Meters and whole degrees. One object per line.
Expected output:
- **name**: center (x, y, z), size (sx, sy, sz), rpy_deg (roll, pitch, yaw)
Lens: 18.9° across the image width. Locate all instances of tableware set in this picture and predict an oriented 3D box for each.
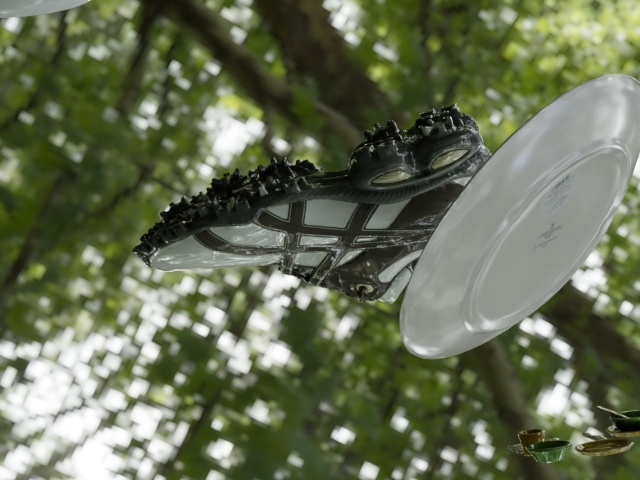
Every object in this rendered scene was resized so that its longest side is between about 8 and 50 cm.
- **tableware set**: center (0.235, 0.157, 1.594), size (0.104, 0.154, 0.024), rpy_deg (-168, -110, -78)

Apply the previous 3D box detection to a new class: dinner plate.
- **dinner plate**: center (0.087, -0.004, 0.768), size (0.017, 0.141, 0.141), rpy_deg (40, -77, 26)

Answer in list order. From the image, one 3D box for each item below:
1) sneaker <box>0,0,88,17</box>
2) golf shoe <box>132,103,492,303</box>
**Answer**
- **sneaker**: center (-0.194, -0.232, 1.008), size (0.292, 0.108, 0.169), rpy_deg (-134, -140, -53)
- **golf shoe**: center (0.000, 0.000, 1.006), size (0.198, 0.094, 0.077), rpy_deg (-15, -163, 17)
